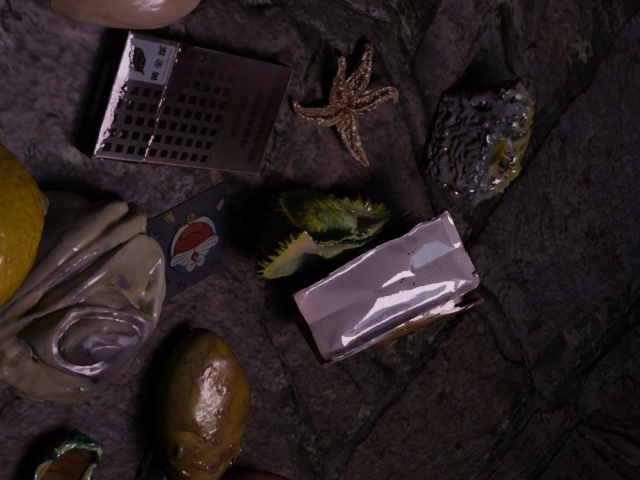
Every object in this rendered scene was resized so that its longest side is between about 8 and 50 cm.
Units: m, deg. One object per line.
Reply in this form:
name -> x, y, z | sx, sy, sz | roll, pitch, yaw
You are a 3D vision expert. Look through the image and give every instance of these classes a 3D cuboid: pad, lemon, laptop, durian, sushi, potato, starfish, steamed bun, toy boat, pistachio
pad -> -0.236, 0.025, 1.642 | 0.245, 0.006, 0.170 | -31, 137, -33
lemon -> -0.444, -0.012, 1.167 | 0.267, 0.267, 0.267 | -30, 136, -33
laptop -> -0.257, 0.407, 1.896 | 0.180, 0.016, 0.129 | 3, 114, -52
durian -> 0.000, 0.000, 1.752 | 0.351, 0.169, 0.158 | -10, 114, -61
sushi -> 0.305, -0.197, 2.000 | 0.184, 0.139, 0.274 | -13, 123, -48
potato -> -0.196, 0.283, 1.766 | 0.176, 0.141, 0.298 | -32, 139, -53
starfish -> 0.043, -0.220, 1.746 | 0.213, 0.057, 0.238 | -26, 130, -26
steamed bun -> -0.322, 0.082, 1.409 | 0.268, 0.207, 0.280 | -4, 118, -47
toy boat -> -0.430, 0.427, 1.641 | 0.108, 0.099, 0.293 | 19, 93, -53
pistachio -> -0.236, -0.319, 1.278 | 0.215, 0.144, 0.144 | -10, 124, -34

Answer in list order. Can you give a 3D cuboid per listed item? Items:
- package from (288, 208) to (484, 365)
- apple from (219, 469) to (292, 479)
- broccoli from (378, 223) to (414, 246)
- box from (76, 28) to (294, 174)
package -> 0.114, 0.105, 1.851 | 0.311, 0.165, 0.221 | -26, 169, -8
apple -> -0.120, 0.607, 1.982 | 0.348, 0.277, 0.349 | -32, 138, -33
broccoli -> 0.174, 0.049, 2.047 | 0.138, 0.145, 0.162 | 95, 11, -82
box -> -0.184, -0.191, 1.504 | 0.324, 0.047, 0.180 | 1, 115, -51
